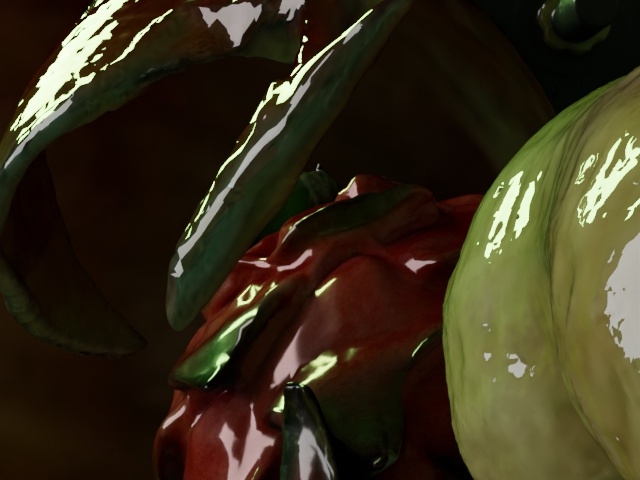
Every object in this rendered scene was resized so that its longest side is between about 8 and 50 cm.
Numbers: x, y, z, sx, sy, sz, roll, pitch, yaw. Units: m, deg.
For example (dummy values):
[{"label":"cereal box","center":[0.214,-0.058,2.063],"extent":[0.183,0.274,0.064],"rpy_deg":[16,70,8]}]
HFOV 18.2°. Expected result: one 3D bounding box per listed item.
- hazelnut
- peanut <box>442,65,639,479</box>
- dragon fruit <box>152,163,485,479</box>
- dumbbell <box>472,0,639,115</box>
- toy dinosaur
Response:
[{"label":"hazelnut","center":[-0.069,0.040,0.927],"extent":[0.353,0.421,0.420],"rpy_deg":[134,156,-79]},{"label":"peanut","center":[0.098,0.018,0.483],"extent":[0.137,0.122,0.253],"rpy_deg":[-60,2,-8]},{"label":"dragon fruit","center":[0.036,0.097,0.673],"extent":[0.192,0.193,0.274],"rpy_deg":[-30,63,36]},{"label":"dumbbell","center":[0.125,-0.110,1.087],"extent":[0.325,0.143,0.143],"rpy_deg":[131,159,-89]},{"label":"toy dinosaur","center":[0.035,-0.062,0.531],"extent":[0.327,0.113,0.206],"rpy_deg":[-42,24,8]}]
